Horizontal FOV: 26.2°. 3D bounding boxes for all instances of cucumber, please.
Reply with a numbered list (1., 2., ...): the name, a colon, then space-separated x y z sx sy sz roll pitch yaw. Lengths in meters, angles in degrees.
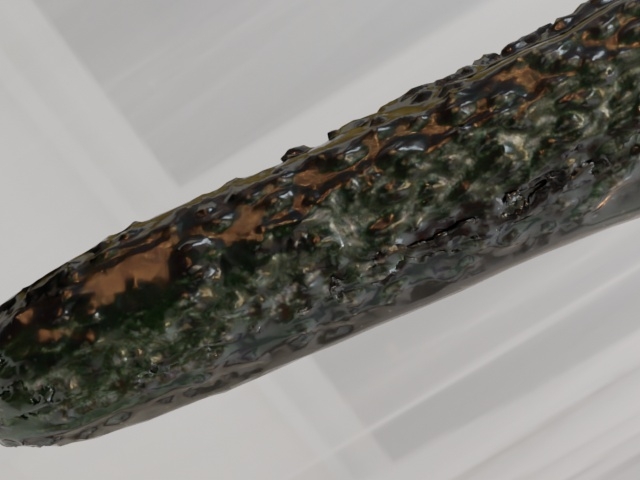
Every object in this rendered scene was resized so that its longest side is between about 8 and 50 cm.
1. cucumber: 0.001 0.001 0.408 0.067 0.245 0.067 -24 90 -83
